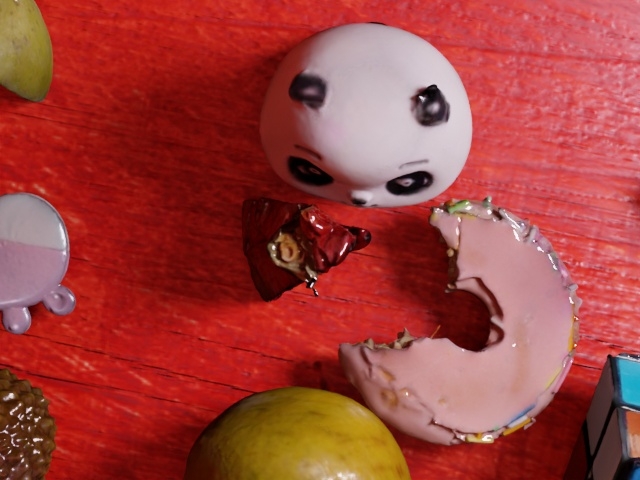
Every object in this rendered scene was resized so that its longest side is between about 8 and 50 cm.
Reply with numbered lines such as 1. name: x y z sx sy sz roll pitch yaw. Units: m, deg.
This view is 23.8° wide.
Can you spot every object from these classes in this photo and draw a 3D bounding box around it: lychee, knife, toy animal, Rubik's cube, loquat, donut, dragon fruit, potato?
1. lychee: -0.355 0.203 1.384 0.238 0.200 0.200 -24 93 -22
2. knife: -0.427 0.064 1.458 0.398 0.038 0.132 -17 91 1
3. toy animal: 0.040 -0.112 1.364 0.187 0.235 0.165 3 99 -1
4. Rubik's cube: 0.329 0.228 1.380 0.183 0.180 0.167 13 119 -4
5. loquat: -0.004 0.243 1.381 0.246 0.213 0.213 19 92 20
6. donut: 0.143 0.085 1.442 0.199 0.085 0.233 36 91 -2
7. dragon fruit: -0.007 0.018 1.388 0.122 0.192 0.092 16 85 -16
8. potato: -0.287 -0.193 1.395 0.120 0.149 0.081 43 97 -5
